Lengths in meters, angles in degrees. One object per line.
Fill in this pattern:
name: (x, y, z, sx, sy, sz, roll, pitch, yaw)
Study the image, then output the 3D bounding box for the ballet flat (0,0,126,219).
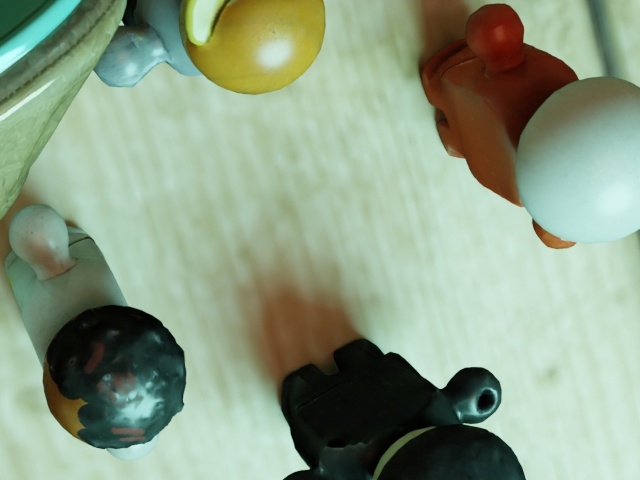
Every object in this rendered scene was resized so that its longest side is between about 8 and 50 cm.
ballet flat: (-0.208, 0.015, 0.611, 0.342, 0.116, 0.124, -28, 127, -7)

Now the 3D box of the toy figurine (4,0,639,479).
toy figurine: (0.000, 0.000, 0.650, 0.210, 0.148, 0.213, 23, 98, -23)
